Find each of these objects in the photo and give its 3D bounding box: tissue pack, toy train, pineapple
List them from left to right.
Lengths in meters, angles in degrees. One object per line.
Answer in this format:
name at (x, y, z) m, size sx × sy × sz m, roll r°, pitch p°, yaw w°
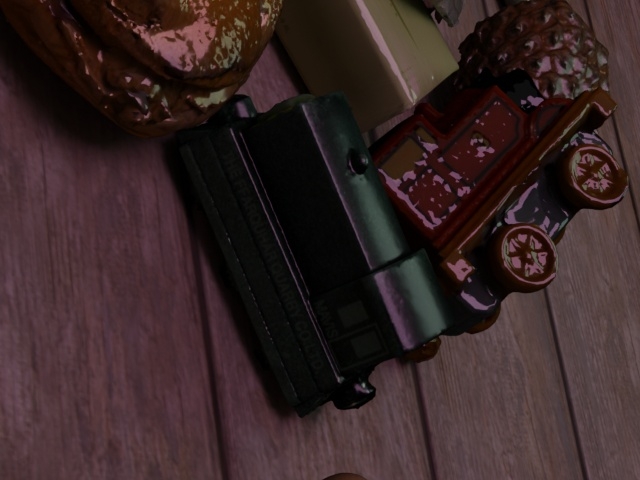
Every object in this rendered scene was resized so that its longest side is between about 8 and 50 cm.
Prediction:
toy train at (0.000, 0.000, 1.498) m, size 0.138 × 0.178 × 0.330 m, roll -24°, pitch 91°, yaw -56°
tissue pack at (0.035, -0.249, 1.739) m, size 0.234 × 0.125 × 0.159 m, roll 60°, pitch 32°, yaw -7°
toy train at (0.161, -0.045, 1.649) m, size 0.231 × 0.163 × 0.369 m, roll 46°, pitch 58°, yaw -2°
pineapple at (0.237, -0.112, 1.887) m, size 0.202 × 0.202 × 0.362 m, roll 42°, pitch 48°, yaw -31°

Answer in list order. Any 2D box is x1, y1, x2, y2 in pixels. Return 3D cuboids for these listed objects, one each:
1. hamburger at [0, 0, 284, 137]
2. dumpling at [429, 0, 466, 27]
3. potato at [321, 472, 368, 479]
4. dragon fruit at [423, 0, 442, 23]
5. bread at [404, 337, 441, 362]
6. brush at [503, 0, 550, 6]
hamburger at (-0.164, -0.246, 1.429) m, size 0.290 × 0.170 × 0.314 m, roll 47°, pitch 39°, yaw -21°
dumpling at (0.143, -0.422, 1.808) m, size 0.341 × 0.181 × 0.260 m, roll 64°, pitch 3°, yaw 28°
potato at (0.028, 0.271, 1.441) m, size 0.147 × 0.112 × 0.112 m, roll -22°, pitch 89°, yaw -64°
dragon fruit at (0.085, -0.428, 1.921) m, size 0.282 × 0.100 × 0.343 m, roll -55°, pitch 130°, yaw -35°
bread at (0.083, 0.061, 1.691) m, size 0.052 × 0.044 × 0.157 m, roll -30°, pitch 95°, yaw -50°
brush at (0.266, -0.436, 2.227) m, size 0.067 × 0.072 × 0.313 m, roll -2°, pitch 71°, yaw -40°
